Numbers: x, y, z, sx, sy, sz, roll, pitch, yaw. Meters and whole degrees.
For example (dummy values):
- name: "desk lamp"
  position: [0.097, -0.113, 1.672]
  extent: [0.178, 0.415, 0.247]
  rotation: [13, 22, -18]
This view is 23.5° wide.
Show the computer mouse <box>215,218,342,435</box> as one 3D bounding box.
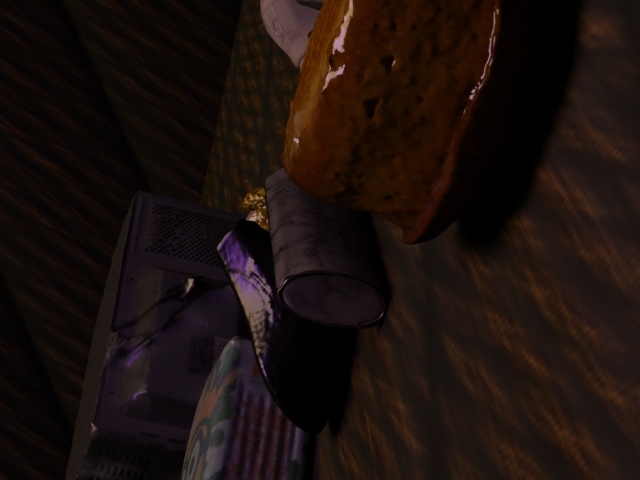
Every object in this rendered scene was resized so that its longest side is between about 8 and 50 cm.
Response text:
- name: "computer mouse"
  position: [-0.029, 0.080, 1.668]
  extent: [0.147, 0.088, 0.264]
  rotation: [37, -156, -61]

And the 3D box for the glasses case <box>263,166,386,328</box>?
- name: "glasses case"
  position: [0.000, 0.000, 1.644]
  extent: [0.299, 0.114, 0.060]
  rotation: [-100, 26, -66]

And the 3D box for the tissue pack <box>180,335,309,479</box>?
- name: "tissue pack"
  position: [-0.095, 0.298, 1.758]
  extent: [0.228, 0.128, 0.311]
  rotation: [116, 166, -51]

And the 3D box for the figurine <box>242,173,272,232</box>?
- name: "figurine"
  position: [-0.053, -0.026, 2.115]
  extent: [0.156, 0.115, 0.095]
  rotation: [-61, -36, -38]

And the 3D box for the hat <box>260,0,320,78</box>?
- name: "hat"
  position: [0.004, -0.249, 1.838]
  extent: [0.232, 0.161, 0.275]
  rotation: [123, 155, -73]

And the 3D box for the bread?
- name: "bread"
  position: [0.077, -0.153, 1.243]
  extent: [0.312, 0.172, 0.312]
  rotation: [-166, 90, -82]

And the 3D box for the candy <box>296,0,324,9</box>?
- name: "candy"
  position: [0.076, -0.322, 1.553]
  extent: [0.358, 0.145, 0.208]
  rotation: [-130, 53, -78]

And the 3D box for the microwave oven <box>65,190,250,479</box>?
- name: "microwave oven"
  position: [-0.210, 0.198, 2.209]
  extent: [0.374, 0.236, 0.432]
  rotation: [115, 164, -46]
